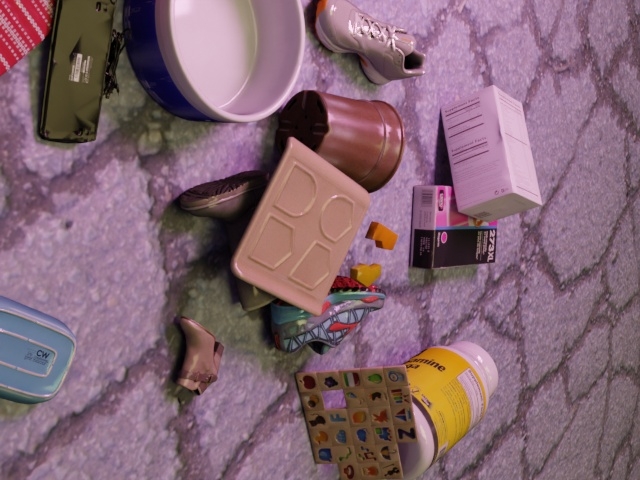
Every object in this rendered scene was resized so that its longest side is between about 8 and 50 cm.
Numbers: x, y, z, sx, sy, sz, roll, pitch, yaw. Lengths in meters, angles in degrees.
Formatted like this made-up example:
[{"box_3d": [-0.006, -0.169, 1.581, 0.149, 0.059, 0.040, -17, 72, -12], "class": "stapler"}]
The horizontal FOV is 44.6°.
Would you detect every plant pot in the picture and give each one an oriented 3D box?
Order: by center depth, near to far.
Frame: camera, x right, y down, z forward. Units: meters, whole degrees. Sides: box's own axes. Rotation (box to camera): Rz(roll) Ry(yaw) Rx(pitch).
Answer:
[{"box_3d": [0.026, -0.171, 1.306, 0.165, 0.167, 0.167, 8, 88, -43], "class": "plant pot"}]

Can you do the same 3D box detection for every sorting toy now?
[{"box_3d": [0.000, 0.000, 1.254, 0.307, 0.041, 0.229, 31, 78, -44], "class": "sorting toy"}]

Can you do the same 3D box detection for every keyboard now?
[{"box_3d": [-0.301, -0.218, 0.988, 0.100, 0.038, 0.192, 5, 103, -39], "class": "keyboard"}]

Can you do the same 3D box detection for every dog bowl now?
[{"box_3d": [-0.145, -0.301, 1.113, 0.265, 0.104, 0.265, -9, 101, -49], "class": "dog bowl"}]

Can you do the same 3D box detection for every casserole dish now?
[{"box_3d": [-0.371, 0.135, 0.948, 0.188, 0.037, 0.114, 37, 67, -47], "class": "casserole dish"}]

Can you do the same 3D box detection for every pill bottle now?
[{"box_3d": [0.220, 0.326, 1.574, 0.334, 0.188, 0.188, -23, 112, -48], "class": "pill bottle"}]

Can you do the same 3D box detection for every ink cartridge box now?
[{"box_3d": [0.327, -0.033, 1.761, 0.371, 0.069, 0.176, -3, 96, -53], "class": "ink cartridge box"}]

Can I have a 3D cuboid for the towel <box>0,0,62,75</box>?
[{"box_3d": [-0.368, -0.325, 0.896, 0.275, 0.031, 0.199, -55, 135, -28], "class": "towel"}]

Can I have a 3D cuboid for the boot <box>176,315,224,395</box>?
[{"box_3d": [-0.190, 0.178, 1.170, 0.118, 0.042, 0.087, 49, 61, -42], "class": "boot"}]

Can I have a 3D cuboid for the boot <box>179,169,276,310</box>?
[{"box_3d": [-0.130, 0.009, 1.209, 0.189, 0.076, 0.209, -21, 117, -45], "class": "boot"}]

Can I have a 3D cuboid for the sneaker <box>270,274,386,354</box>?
[{"box_3d": [0.008, 0.134, 1.380, 0.262, 0.104, 0.125, -6, 109, -42], "class": "sneaker"}]

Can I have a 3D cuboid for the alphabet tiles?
[{"box_3d": [0.073, 0.333, 1.403, 0.009, 0.198, 0.237, -66, 147, -65], "class": "alphabet tiles"}]

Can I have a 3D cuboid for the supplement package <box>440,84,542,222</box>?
[{"box_3d": [0.363, -0.181, 1.665, 0.139, 0.134, 0.244, 15, 62, -48], "class": "supplement package"}]

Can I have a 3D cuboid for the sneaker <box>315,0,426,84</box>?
[{"box_3d": [0.099, -0.365, 1.388, 0.262, 0.121, 0.099, 22, 77, -50], "class": "sneaker"}]
